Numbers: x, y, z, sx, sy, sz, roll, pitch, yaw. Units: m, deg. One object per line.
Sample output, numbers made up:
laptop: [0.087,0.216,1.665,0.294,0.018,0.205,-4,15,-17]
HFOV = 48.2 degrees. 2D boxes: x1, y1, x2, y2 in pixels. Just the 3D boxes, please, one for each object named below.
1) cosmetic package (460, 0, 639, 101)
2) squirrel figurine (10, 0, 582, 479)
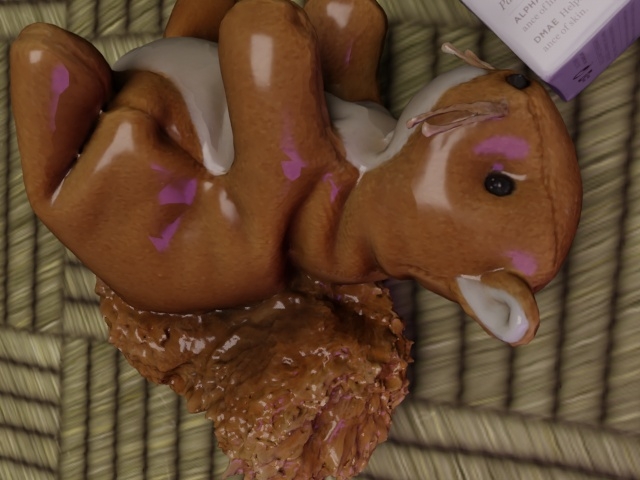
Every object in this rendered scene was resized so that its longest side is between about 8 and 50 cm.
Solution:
cosmetic package: [0.163,-0.222,0.513,0.151,0.151,0.184,-46,75,20]
squirrel figurine: [0.000,0.000,0.577,0.370,0.281,0.397,13,113,12]
